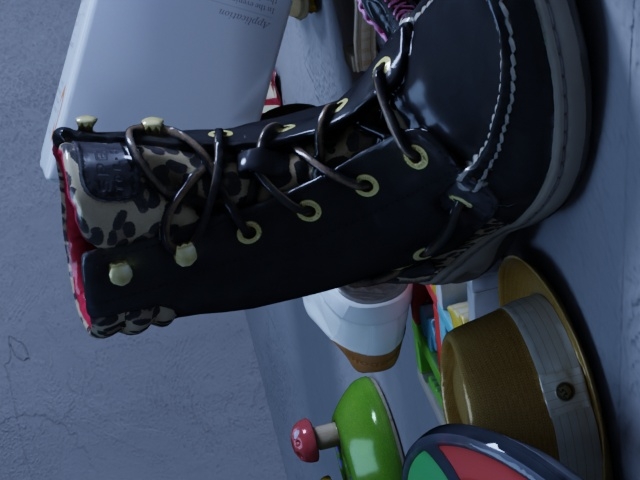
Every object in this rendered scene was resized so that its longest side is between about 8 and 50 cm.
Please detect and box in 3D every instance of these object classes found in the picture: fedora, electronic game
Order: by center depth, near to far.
[{"bbox_3d":[0.135,0.208,1.009,0.229,0.048,0.229,39,151,27],"label":"electronic game"},{"bbox_3d":[0.126,0.109,1.083,0.194,0.079,0.194,166,90,-82],"label":"fedora"}]

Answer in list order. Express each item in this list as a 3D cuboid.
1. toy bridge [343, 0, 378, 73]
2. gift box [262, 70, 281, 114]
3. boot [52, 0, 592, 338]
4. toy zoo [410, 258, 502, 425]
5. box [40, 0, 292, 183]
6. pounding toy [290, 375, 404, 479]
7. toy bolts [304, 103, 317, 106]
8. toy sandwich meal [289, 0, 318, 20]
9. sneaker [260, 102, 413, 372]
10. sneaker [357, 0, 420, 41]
[{"bbox_3d":[0.029,-0.223,1.380,0.063,0.026,0.188,-122,21,-62],"label":"toy bridge"},{"bbox_3d":[-0.154,-0.088,2.112,0.276,0.258,0.255,127,134,-54],"label":"gift box"},{"bbox_3d":[-0.011,-0.048,0.995,0.377,0.284,0.138,116,142,-70],"label":"boot"},{"bbox_3d":[0.106,0.052,1.298,0.192,0.030,0.293,-114,14,-53],"label":"toy zoo"},{"bbox_3d":[-0.125,-0.208,1.474,0.215,0.168,0.345,-141,66,-77],"label":"box"},{"bbox_3d":[0.028,0.267,1.923,0.237,0.110,0.183,93,161,-64],"label":"pounding toy"},{"bbox_3d":[-0.038,-0.052,1.619,0.228,0.218,0.159,12,103,61],"label":"toy bolts"},{"bbox_3d":[-0.028,-0.259,1.668,0.085,0.029,0.086,47,156,28],"label":"toy sandwich meal"},{"bbox_3d":[0.000,0.000,1.456,0.290,0.105,0.123,-112,14,-44],"label":"sneaker"},{"bbox_3d":[0.064,-0.157,1.211,0.057,0.047,0.119,140,109,-74],"label":"sneaker"}]
